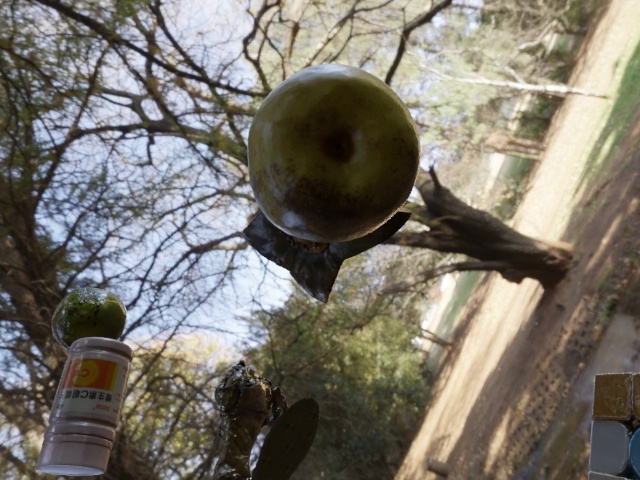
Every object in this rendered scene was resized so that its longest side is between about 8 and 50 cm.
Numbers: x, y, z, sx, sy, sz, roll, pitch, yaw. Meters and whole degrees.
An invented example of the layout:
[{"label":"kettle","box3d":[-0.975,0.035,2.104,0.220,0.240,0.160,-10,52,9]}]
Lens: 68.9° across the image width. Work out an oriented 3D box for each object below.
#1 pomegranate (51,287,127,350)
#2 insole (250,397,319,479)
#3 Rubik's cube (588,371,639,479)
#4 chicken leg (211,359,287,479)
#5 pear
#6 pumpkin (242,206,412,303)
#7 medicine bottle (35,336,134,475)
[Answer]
[{"label":"pomegranate","box3d":[-0.643,0.250,1.327,0.198,0.246,0.198,-37,-21,-17]},{"label":"insole","box3d":[-0.091,0.441,0.884,0.109,0.007,0.322,29,-90,-30]},{"label":"Rubik's cube","box3d":[0.806,0.473,0.935,0.346,0.347,0.344,127,163,-68]},{"label":"chicken leg","box3d":[-0.108,0.254,0.660,0.125,0.081,0.196,64,-165,-15]},{"label":"pear","box3d":[0.011,-0.094,0.535,0.197,0.198,0.197,-53,-24,-37]},{"label":"pumpkin","box3d":[-0.008,-0.023,0.950,0.290,0.258,0.095,-53,0,34]},{"label":"medicine bottle","box3d":[-0.476,0.337,0.957,0.133,0.134,0.249,81,-172,-56]}]
